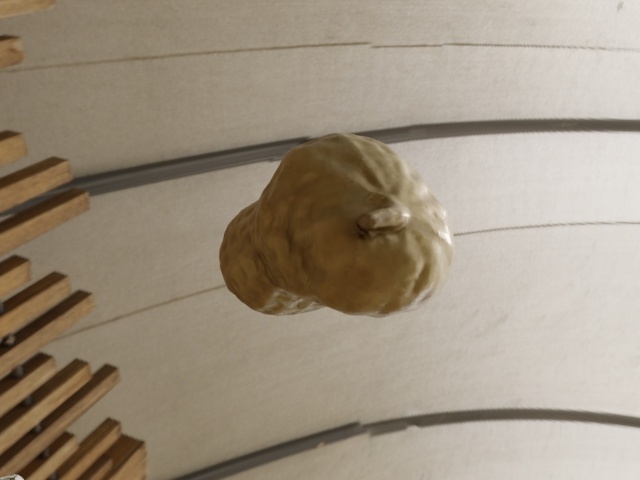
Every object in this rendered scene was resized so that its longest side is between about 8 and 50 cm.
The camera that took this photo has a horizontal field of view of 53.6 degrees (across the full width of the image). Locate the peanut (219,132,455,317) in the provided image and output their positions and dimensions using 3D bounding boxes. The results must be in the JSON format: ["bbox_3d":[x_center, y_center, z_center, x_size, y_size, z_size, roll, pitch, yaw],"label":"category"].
[{"bbox_3d":[0.004,-0.009,0.566,0.143,0.159,0.291,20,-14,-23],"label":"peanut"}]

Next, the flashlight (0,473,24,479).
[{"bbox_3d":[-0.604,0.554,1.240,0.047,0.093,0.200,18,-71,52],"label":"flashlight"}]
